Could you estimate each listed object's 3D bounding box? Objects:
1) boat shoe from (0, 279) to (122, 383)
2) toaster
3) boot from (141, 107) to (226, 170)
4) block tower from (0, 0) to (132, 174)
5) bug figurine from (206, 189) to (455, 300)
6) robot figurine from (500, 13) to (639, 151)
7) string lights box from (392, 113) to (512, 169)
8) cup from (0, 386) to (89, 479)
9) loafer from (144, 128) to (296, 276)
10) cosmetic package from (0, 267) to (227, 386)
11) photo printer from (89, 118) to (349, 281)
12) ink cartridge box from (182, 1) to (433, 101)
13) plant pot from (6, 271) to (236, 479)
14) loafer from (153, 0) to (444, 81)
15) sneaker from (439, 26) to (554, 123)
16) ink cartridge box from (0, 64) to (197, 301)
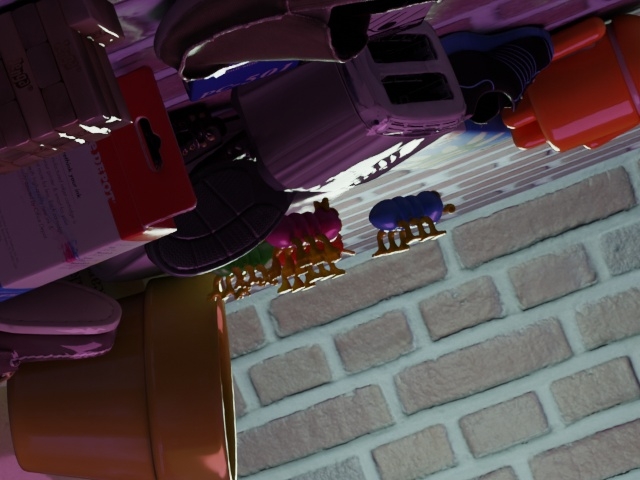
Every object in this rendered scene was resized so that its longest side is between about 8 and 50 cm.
[{"bbox_3d":[-0.373,0.101,1.979,0.324,0.097,0.116,2,-158,2],"label":"boat shoe"},{"bbox_3d":[0.026,-0.127,1.674,0.146,0.129,0.227,-29,168,35],"label":"toaster"},{"bbox_3d":[-0.155,-0.089,1.730,0.137,0.077,0.198,-24,-172,-1],"label":"boot"},{"bbox_3d":[-0.293,-0.070,1.267,0.335,0.097,0.091,-22,175,7],"label":"block tower"},{"bbox_3d":[0.000,0.000,1.958,0.216,0.072,0.279,-10,173,-36],"label":"bug figurine"},{"bbox_3d":[0.314,-0.181,2.120,0.219,0.158,0.128,-21,-169,13],"label":"robot figurine"},{"bbox_3d":[0.132,-0.138,2.151,0.133,0.077,0.259,-21,174,25],"label":"string lights box"},{"bbox_3d":[-0.475,0.219,2.498,0.331,0.331,0.237,-22,150,16],"label":"cup"},{"bbox_3d":[-0.074,-0.059,1.825,0.267,0.096,0.084,-43,-163,-19],"label":"loafer"},{"bbox_3d":[-0.277,0.058,2.239,0.296,0.153,0.129,-20,173,-10],"label":"cosmetic package"},{"bbox_3d":[-0.116,-0.046,2.019,0.256,0.107,0.307,-17,173,-30],"label":"photo printer"},{"bbox_3d":[-0.013,-0.173,1.482,0.207,0.046,0.097,-19,173,-8],"label":"ink cartridge box"},{"bbox_3d":[-0.222,0.171,2.081,0.239,0.254,0.254,-5,174,1],"label":"plant pot"},{"bbox_3d":[-0.014,-0.166,1.336,0.251,0.087,0.094,-23,173,30],"label":"loafer"},{"bbox_3d":[0.184,-0.171,1.953,0.081,0.090,0.232,-25,172,38],"label":"sneaker"},{"bbox_3d":[-0.213,-0.045,1.554,0.231,0.134,0.078,-21,173,14],"label":"ink cartridge box"}]
